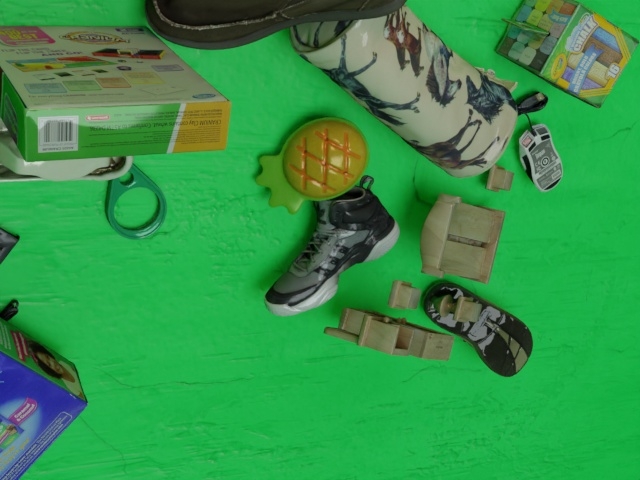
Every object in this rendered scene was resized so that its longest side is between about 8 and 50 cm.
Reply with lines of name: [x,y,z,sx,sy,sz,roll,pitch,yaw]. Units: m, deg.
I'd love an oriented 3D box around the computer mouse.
computer mouse: [0.381,-0.172,1.840,0.106,0.042,0.193,-34,122,-15]

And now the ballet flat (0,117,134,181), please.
ballet flat: [-0.430,-0.124,1.333,0.400,0.139,0.139,-4,118,-23]

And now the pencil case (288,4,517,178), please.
pencil case: [0.134,-0.266,1.573,0.410,0.160,0.184,33,74,-38]

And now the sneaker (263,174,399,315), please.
sneaker: [0.000,0.000,1.684,0.268,0.101,0.153,-36,127,-15]

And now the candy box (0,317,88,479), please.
candy box: [-0.541,0.226,1.447,0.268,0.122,0.317,-46,128,2]

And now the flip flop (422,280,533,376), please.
flip flop: [0.300,0.162,1.961,0.277,0.080,0.112,33,94,-22]

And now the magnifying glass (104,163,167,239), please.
magnifying glass: [-0.291,-0.102,1.510,0.092,0.026,0.231,-24,127,-16]

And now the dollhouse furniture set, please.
dollhouse furniture set: [0.161,0.011,1.763,0.303,0.173,0.356,12,92,-57]

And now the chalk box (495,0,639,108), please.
chalk box: [0.394,-0.331,1.699,0.213,0.132,0.132,20,105,-37]

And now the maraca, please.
maraca: [-0.012,-0.119,1.611,0.185,0.099,0.127,-29,99,6]

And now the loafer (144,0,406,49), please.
loafer: [-0.062,-0.355,1.359,0.365,0.134,0.130,-11,165,3]

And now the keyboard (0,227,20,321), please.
keyboard: [-0.544,0.111,1.478,0.201,0.033,0.317,36,96,-38]

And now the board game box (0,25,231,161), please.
board game box: [-0.282,-0.194,1.275,0.242,0.316,0.064,-6,119,-26]
